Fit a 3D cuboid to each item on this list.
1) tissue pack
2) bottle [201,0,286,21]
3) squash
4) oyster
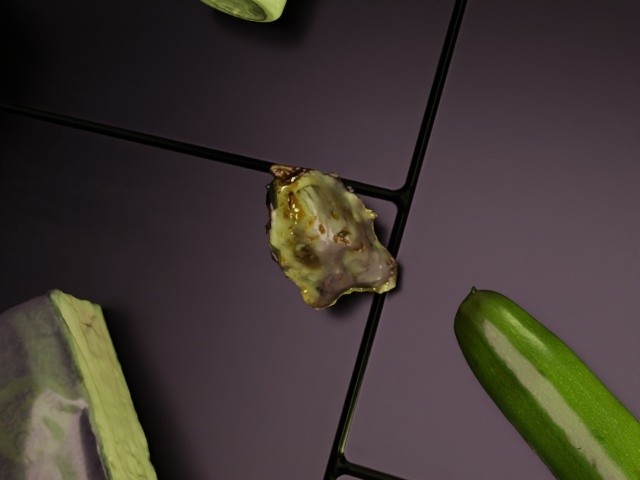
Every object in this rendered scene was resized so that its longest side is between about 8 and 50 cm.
[{"bbox_3d":[-0.348,0.252,1.009,0.394,0.124,0.288,-25,70,9],"label":"tissue pack"},{"bbox_3d":[-0.046,-0.339,1.058,0.104,0.104,0.245,18,85,17],"label":"bottle"},{"bbox_3d":[0.214,0.157,0.906,0.082,0.082,0.292,-41,71,4],"label":"squash"},{"bbox_3d":[0.001,-0.009,1.008,0.103,0.051,0.148,-22,83,-2],"label":"oyster"}]
